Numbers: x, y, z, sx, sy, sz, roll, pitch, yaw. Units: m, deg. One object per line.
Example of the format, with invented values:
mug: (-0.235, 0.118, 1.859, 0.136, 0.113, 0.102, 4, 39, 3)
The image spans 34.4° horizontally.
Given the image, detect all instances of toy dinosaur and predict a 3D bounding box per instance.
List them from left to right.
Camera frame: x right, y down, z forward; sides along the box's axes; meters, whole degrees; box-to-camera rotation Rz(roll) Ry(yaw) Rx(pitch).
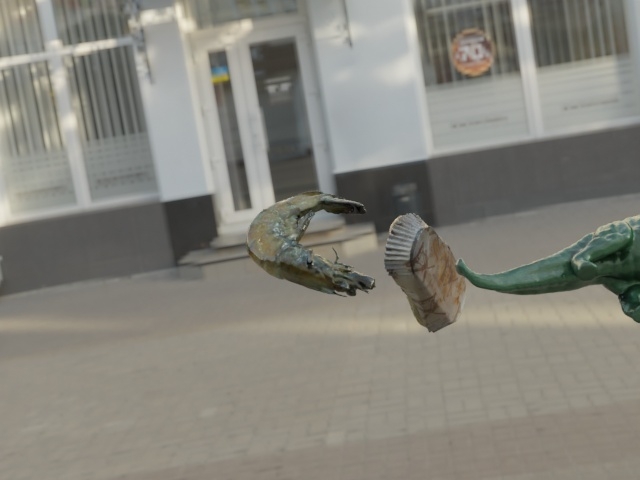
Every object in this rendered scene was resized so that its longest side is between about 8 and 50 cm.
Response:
toy dinosaur: (0.274, 0.024, 0.902, 0.292, 0.079, 0.120, -18, 34, -13)

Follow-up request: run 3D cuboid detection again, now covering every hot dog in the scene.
hot dog: (0.163, 0.048, 1.612, 0.069, 0.131, 0.253, 6, -28, 30)

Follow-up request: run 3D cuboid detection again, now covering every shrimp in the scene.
shrimp: (0.000, 0.000, 1.410, 0.217, 0.051, 0.150, 25, 65, 29)
